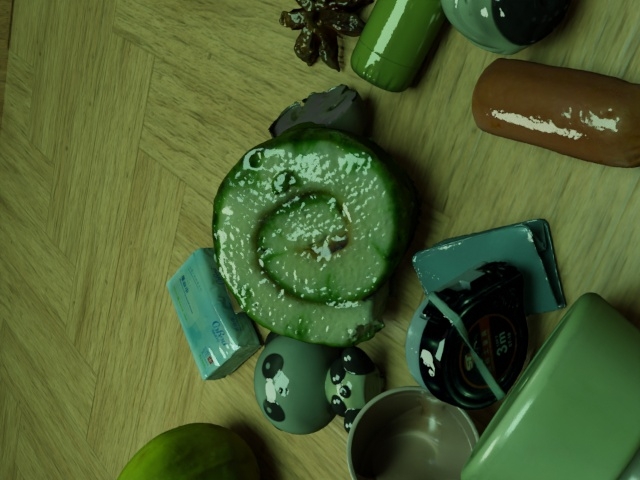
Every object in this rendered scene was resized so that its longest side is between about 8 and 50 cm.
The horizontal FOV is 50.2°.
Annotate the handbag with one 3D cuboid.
[{"bbox_3d":[0.253,0.057,1.046,0.221,0.057,0.144,-16,88,44],"label":"handbag"}]

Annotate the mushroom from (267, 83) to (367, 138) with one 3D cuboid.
[{"bbox_3d":[0.002,-0.198,1.243,0.188,0.141,0.117,-2,124,36],"label":"mushroom"}]

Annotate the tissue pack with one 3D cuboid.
[{"bbox_3d":[-0.251,0.168,1.560,0.177,0.089,0.263,-44,63,37],"label":"tissue pack"}]

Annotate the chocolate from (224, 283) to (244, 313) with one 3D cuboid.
[{"bbox_3d":[-0.173,0.112,1.504,0.065,0.031,0.100,-27,66,-1],"label":"chocolate"}]

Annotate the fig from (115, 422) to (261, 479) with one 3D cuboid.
[{"bbox_3d":[-0.297,0.564,1.462,0.343,0.343,0.343,5,97,46],"label":"fig"}]

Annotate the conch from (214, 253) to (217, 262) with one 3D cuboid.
[{"bbox_3d":[-0.126,0.037,1.369,0.203,0.170,0.386,-172,82,-72],"label":"conch"}]

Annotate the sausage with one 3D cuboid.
[{"bbox_3d":[0.328,-0.170,0.906,0.259,0.114,0.113,26,112,42],"label":"sausage"}]

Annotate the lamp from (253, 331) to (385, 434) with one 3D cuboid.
[{"bbox_3d":[-0.011,0.262,1.257,0.244,0.198,0.197,-2,92,38],"label":"lamp"}]

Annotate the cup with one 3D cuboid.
[{"bbox_3d":[0.141,0.374,1.031,0.192,0.200,0.252,2,59,10],"label":"cup"}]

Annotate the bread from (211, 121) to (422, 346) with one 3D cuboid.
[{"bbox_3d":[0.000,0.000,1.156,0.366,0.129,0.382,-28,99,25],"label":"bread"}]

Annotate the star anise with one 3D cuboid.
[{"bbox_3d":[0.000,-0.412,1.242,0.212,0.111,0.196,-8,81,53],"label":"star anise"}]

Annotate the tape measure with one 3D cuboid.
[{"bbox_3d":[0.208,0.141,0.964,0.107,0.181,0.182,22,126,58],"label":"tape measure"}]

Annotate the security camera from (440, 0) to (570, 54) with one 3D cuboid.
[{"bbox_3d":[0.254,-0.395,0.915,0.191,0.197,0.277,36,125,49],"label":"security camera"}]

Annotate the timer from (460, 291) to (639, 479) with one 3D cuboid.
[{"bbox_3d":[0.376,0.260,0.814,0.315,0.291,0.290,33,118,17],"label":"timer"}]

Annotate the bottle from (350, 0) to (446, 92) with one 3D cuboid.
[{"bbox_3d":[0.145,-0.370,1.078,0.112,0.112,0.260,48,125,33],"label":"bottle"}]
